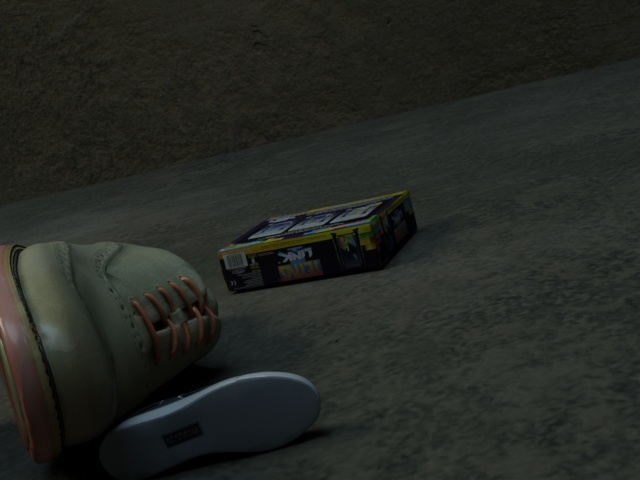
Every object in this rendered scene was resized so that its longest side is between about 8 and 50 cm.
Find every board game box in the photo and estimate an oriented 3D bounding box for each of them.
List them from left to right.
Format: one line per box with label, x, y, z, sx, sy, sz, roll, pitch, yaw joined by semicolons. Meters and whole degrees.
board game box;0.000;0.000;1.068;0.170;0.048;0.141;-10;11;24

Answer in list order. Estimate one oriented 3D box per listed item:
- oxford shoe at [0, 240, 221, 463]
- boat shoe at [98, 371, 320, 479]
oxford shoe;-0.150;0.054;0.757;0.146;0.140;0.397;-12;8;-6
boat shoe;-0.069;0.110;0.641;0.142;0.049;0.040;-16;11;5
